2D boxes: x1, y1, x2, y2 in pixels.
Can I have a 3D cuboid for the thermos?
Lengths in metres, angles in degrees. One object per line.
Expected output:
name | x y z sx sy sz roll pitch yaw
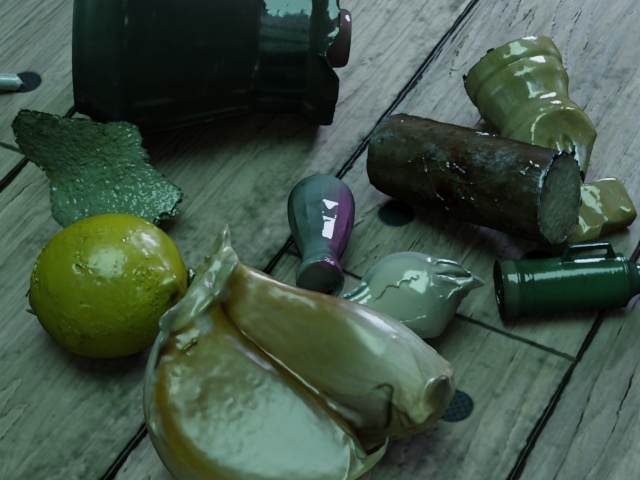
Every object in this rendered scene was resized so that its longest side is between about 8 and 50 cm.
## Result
thermos | 0.306 0.047 1.797 0.188 0.073 0.083 -4 86 -3

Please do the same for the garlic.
garlic | -0.031 0.154 1.624 0.313 0.249 0.286 32 36 3

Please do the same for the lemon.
lemon | -0.252 0.054 1.757 0.206 0.173 0.173 -14 45 11

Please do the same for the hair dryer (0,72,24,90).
hair dryer | -0.489 -0.233 2.119 0.137 0.082 0.047 2 44 -16

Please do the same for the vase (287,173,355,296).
vase | 0.000 0.000 1.809 0.086 0.086 0.214 -2 27 1

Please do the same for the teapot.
teapot | -0.143 -0.289 2.036 0.362 0.305 0.376 4 18 -5

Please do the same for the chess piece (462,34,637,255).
chess piece | 0.298 -0.117 1.942 0.137 0.137 0.300 -13 60 -10

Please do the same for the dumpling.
dumpling | 0.104 0.073 1.764 0.188 0.127 0.108 -13 70 5

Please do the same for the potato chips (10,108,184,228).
potato chips | -0.297 -0.090 1.924 0.167 0.059 0.228 -37 85 17

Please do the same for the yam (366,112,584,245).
yam | 0.196 -0.080 1.866 0.280 0.131 0.131 18 48 39
